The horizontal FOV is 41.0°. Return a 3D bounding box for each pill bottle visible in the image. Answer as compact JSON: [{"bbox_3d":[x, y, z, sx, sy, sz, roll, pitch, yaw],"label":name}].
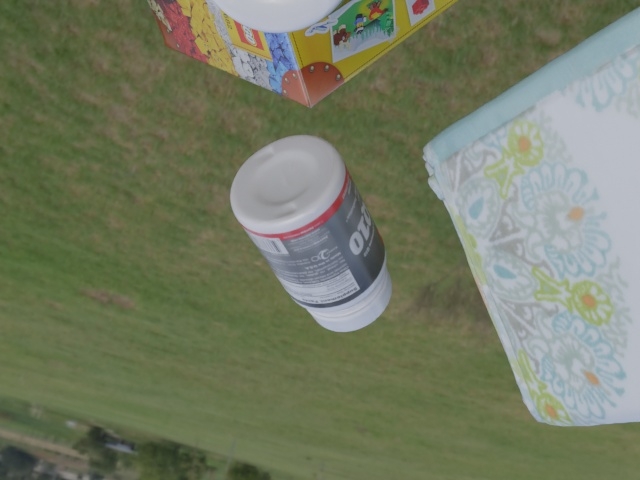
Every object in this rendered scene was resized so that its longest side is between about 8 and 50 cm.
[{"bbox_3d":[-0.017,-0.271,0.777,0.136,0.136,0.246,13,-158,5],"label":"pill bottle"},{"bbox_3d":[0.000,0.000,1.214,0.161,0.161,0.283,5,147,28],"label":"pill bottle"}]

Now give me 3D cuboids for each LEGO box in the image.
[{"bbox_3d":[0.028,-0.446,1.239,0.372,0.500,0.193,31,151,42],"label":"LEGO box"}]

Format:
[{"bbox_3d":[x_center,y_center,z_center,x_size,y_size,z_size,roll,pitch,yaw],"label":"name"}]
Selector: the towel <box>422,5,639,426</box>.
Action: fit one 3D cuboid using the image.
[{"bbox_3d":[0.259,-0.006,0.738,0.090,0.321,0.374,-21,176,-29],"label":"towel"}]
